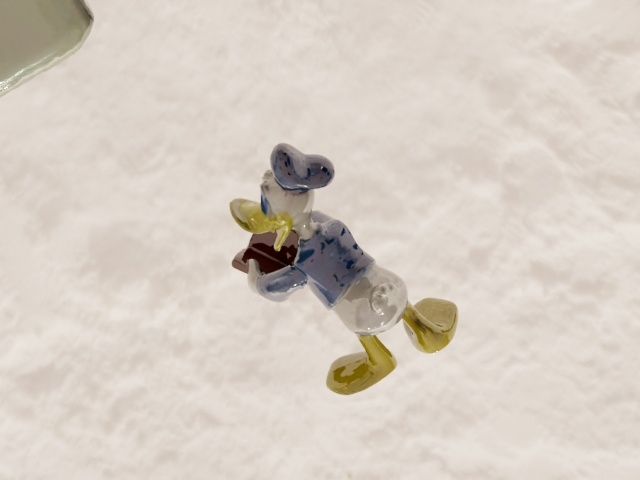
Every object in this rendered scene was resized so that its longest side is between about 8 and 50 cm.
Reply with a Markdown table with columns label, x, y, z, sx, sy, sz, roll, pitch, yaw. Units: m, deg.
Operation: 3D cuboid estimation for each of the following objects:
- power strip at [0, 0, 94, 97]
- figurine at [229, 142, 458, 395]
| label | x | y | z | sx | sy | sz | roll | pitch | yaw |
| --- | --- | --- | --- | --- | --- | --- | --- | --- | --- |
| power strip | -0.215 | -0.154 | 0.579 | 0.139 | 0.224 | 0.140 | -32 | 125 | -3 |
| figurine | 0.000 | 0.000 | 1.531 | 0.204 | 0.283 | 0.338 | -41 | 132 | -23 |
